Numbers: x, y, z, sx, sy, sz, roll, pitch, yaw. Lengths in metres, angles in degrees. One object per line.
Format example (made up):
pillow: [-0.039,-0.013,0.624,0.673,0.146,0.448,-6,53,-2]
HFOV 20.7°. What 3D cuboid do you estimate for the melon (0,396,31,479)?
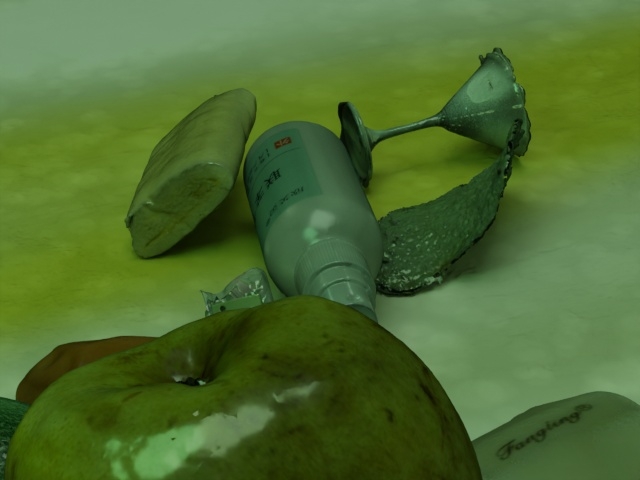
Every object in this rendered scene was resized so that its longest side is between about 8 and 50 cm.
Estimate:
melon: [-0.286,0.198,1.258,0.287,0.182,0.182,-2,31,-1]

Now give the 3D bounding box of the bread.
bread: [-0.130,-0.074,1.767,0.139,0.060,0.178,-40,18,24]

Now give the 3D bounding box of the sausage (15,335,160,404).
sausage: [-0.135,0.140,1.403,0.241,0.120,0.136,6,17,16]

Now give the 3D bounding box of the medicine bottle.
medicine bottle: [0.000,0.000,1.604,0.110,0.110,0.352,-7,26,-6]

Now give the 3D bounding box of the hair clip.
hair clip: [0.181,0.185,1.302,0.172,0.113,0.282,-22,35,-29]

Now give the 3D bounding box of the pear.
pear: [-0.046,0.193,1.129,0.303,0.304,0.304,-2,31,1]

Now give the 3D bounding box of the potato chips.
potato chips: [0.121,-0.031,1.702,0.228,0.059,0.167,-38,19,1]

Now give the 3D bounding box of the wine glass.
wine glass: [0.117,-0.121,1.836,0.182,0.122,0.122,-17,33,-10]

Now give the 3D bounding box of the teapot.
teapot: [-0.073,0.060,1.578,0.064,0.064,0.083,-16,-5,-3]
